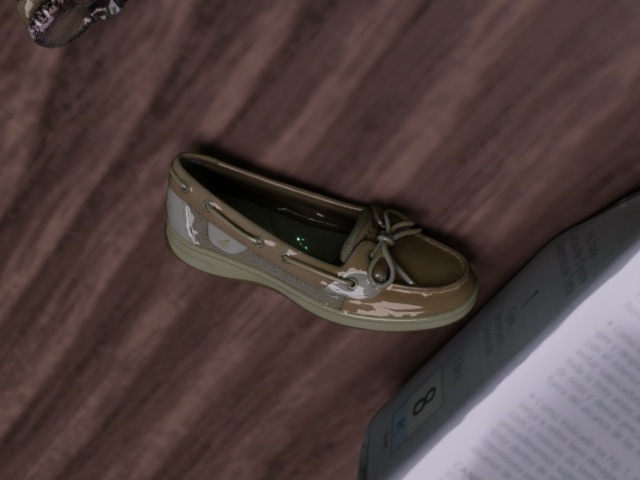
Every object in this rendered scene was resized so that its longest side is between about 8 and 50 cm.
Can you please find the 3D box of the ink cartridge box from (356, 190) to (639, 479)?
[{"bbox_3d":[0.253,0.072,0.616,0.308,0.091,0.385,39,110,-11],"label":"ink cartridge box"}]

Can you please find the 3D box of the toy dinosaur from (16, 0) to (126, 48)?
[{"bbox_3d":[-0.074,-0.199,0.514,0.118,0.064,0.268,29,126,-13],"label":"toy dinosaur"}]

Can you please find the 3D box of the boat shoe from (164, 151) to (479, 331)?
[{"bbox_3d":[0.000,-0.001,0.637,0.153,0.056,0.048,18,133,13],"label":"boat shoe"}]
